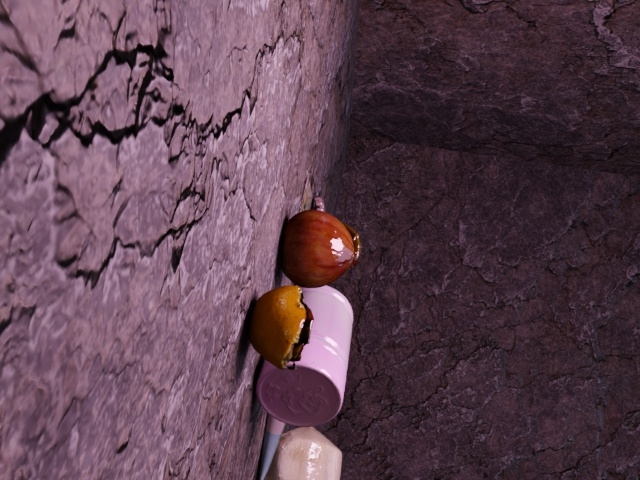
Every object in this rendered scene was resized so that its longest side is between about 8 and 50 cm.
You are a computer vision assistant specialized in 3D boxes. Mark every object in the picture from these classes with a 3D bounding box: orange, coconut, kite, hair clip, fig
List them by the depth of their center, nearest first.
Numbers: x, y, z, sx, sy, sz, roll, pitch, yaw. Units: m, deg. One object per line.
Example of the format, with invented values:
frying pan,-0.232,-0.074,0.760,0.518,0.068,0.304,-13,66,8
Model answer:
orange,-0.080,0.159,1.052,0.170,0.112,0.160,-20,-118,56
fig,0.000,0.019,1.360,0.205,0.205,0.205,9,90,-86
kite,-0.046,-0.102,1.723,0.323,0.013,0.268,-75,172,-56
coconut,-0.059,0.710,1.765,0.245,0.245,0.247,94,4,-53
hair clip,-0.014,-0.019,1.966,0.173,0.069,0.300,94,6,-51

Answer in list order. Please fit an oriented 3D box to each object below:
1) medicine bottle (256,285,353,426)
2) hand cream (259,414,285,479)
medicine bottle,-0.030,0.269,1.371,0.316,0.202,0.202,-74,172,-60
hand cream,-0.128,0.545,1.617,0.111,0.070,0.312,-4,107,-89
